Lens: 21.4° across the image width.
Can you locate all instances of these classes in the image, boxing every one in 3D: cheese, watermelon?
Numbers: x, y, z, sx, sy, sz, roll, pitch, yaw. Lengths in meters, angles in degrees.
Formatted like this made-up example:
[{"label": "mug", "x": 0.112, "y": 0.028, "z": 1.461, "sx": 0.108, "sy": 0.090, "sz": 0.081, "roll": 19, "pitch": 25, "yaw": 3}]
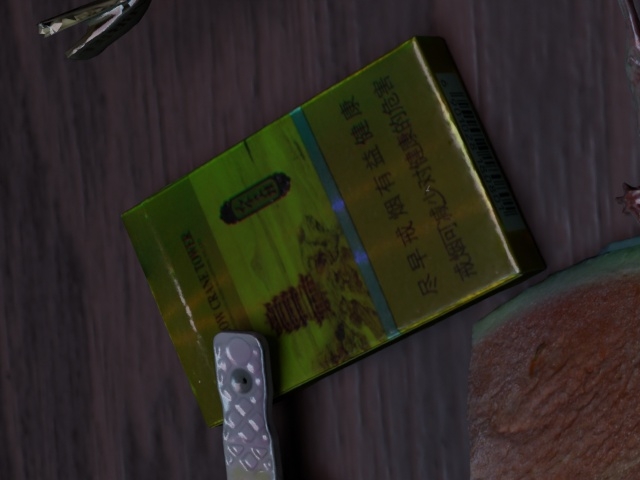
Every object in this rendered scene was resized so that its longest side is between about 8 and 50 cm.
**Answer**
[{"label": "cheese", "x": -0.030, "y": 0.136, "z": 0.824, "sx": 0.097, "sy": 0.037, "sz": 0.192, "roll": 3, "pitch": 105, "yaw": 31}, {"label": "watermelon", "x": 0.141, "y": 0.067, "z": 0.694, "sx": 0.231, "sy": 0.128, "sz": 0.146, "roll": -31, "pitch": 45, "yaw": 42}]

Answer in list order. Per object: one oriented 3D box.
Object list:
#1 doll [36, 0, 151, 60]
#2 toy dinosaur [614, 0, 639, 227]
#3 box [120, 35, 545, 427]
[{"label": "doll", "x": -0.054, "y": -0.176, "z": 0.789, "sx": 0.221, "sy": 0.105, "sz": 0.115, "roll": -64, "pitch": 27, "yaw": 20}, {"label": "toy dinosaur", "x": 0.167, "y": -0.067, "z": 0.701, "sx": 0.108, "sy": 0.032, "sz": 0.220, "roll": 13, "pitch": 106, "yaw": 29}, {"label": "box", "x": 0.000, "y": 0.000, "z": 0.815, "sx": 0.193, "sy": 0.030, "sz": 0.121, "roll": -29, "pitch": 79, "yaw": 31}]
